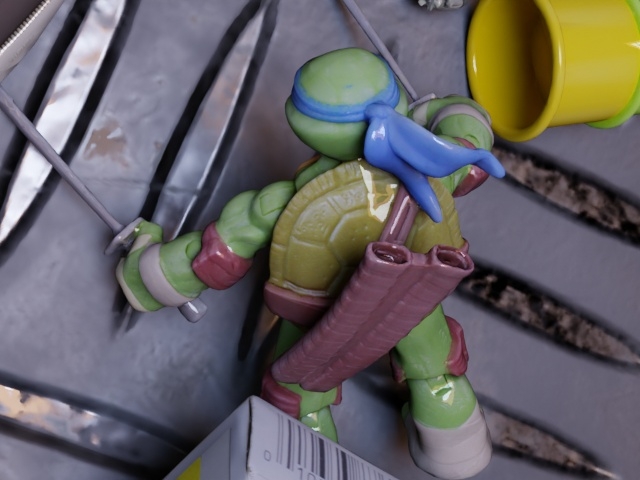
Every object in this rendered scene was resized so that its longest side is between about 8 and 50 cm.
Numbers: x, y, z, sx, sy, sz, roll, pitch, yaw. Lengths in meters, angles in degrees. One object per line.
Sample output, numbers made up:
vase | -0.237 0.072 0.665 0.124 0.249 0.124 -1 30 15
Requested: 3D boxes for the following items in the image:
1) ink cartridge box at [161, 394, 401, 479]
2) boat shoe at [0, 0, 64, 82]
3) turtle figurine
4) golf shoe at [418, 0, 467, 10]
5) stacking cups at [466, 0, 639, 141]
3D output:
ink cartridge box | -0.009 0.255 0.609 0.304 0.072 0.307 33 122 -23
boat shoe | -0.131 -0.192 0.518 0.117 0.096 0.324 36 82 6
turtle figurine | 0.000 0.000 0.609 0.198 0.275 0.266 -37 131 -38
golf shoe | 0.040 -0.214 0.632 0.176 0.069 0.086 47 56 -22
stacking cups | 0.251 -0.122 0.701 0.316 0.096 0.096 -8 99 -21
